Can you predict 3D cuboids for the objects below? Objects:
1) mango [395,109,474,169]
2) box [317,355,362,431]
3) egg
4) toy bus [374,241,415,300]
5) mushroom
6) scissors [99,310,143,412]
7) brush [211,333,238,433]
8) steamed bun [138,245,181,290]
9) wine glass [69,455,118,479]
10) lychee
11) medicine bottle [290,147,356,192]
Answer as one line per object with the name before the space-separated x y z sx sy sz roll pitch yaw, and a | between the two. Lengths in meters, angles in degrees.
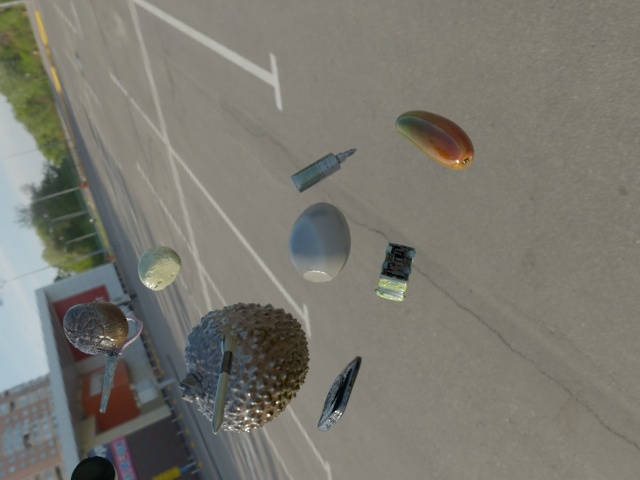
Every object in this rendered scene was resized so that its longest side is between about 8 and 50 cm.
mango | 0.350 -0.323 1.779 0.289 0.129 0.146 34 -169 23
box | 0.055 0.458 1.726 0.042 0.201 0.212 27 139 -4
egg | 0.000 0.000 1.630 0.176 0.176 0.232 105 174 -59
toy bus | 0.213 0.089 1.623 0.175 0.088 0.101 -65 -14 -55
mushroom | -0.439 0.168 1.125 0.085 0.126 0.109 28 -134 -76
scissors | -0.438 0.250 1.207 0.021 0.110 0.212 74 -163 -63
brush | -0.209 0.297 1.234 0.299 0.038 0.042 -93 12 -63
steamed bun | -0.478 0.074 1.683 0.090 0.130 0.112 25 166 41
wine glass | -0.558 0.565 1.206 0.096 0.264 0.310 63 151 25
lychee | -0.225 0.378 1.760 0.380 0.431 0.381 38 138 45
medicine bottle | 0.014 -0.204 1.602 0.058 0.199 0.057 60 177 5
